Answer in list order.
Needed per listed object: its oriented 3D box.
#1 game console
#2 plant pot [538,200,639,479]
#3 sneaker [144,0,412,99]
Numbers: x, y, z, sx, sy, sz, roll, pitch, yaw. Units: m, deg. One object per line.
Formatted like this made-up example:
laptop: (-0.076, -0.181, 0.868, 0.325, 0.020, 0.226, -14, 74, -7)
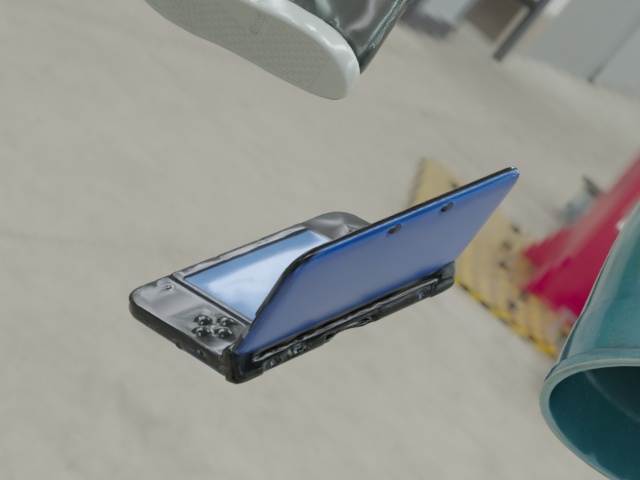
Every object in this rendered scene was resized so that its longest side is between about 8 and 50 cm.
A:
game console: (0.000, 0.000, 1.812, 0.293, 0.173, 0.250, -22, 36, -38)
plant pot: (0.307, 0.031, 1.228, 0.271, 0.255, 0.272, 19, -22, 8)
sneaker: (-0.045, -0.227, 1.476, 0.295, 0.147, 0.104, 33, -27, 27)
